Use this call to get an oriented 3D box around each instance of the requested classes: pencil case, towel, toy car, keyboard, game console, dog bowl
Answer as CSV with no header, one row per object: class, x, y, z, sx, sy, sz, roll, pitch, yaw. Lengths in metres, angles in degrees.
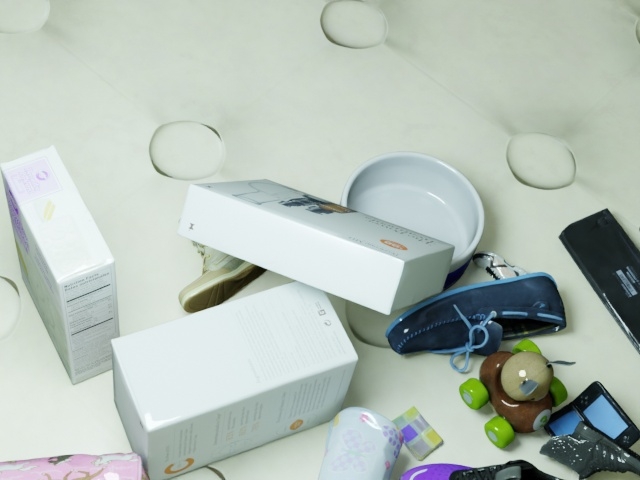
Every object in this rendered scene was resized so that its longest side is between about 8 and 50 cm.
pencil case,0.037,0.397,1.788,0.124,0.113,0.273,7,52,25
towel,0.161,0.323,1.918,0.060,0.009,0.083,-30,66,-24
pencil case,-0.442,0.407,1.682,0.385,0.167,0.160,-3,95,-10
toy car,0.346,0.240,1.878,0.155,0.188,0.149,-32,86,-22
keyboard,0.604,0.071,2.145,0.201,0.033,0.317,-22,63,-14
game console,0.458,0.318,1.934,0.071,0.107,0.122,-8,54,-48
dog bowl,0.161,-0.029,2.096,0.264,0.104,0.265,4,56,-6

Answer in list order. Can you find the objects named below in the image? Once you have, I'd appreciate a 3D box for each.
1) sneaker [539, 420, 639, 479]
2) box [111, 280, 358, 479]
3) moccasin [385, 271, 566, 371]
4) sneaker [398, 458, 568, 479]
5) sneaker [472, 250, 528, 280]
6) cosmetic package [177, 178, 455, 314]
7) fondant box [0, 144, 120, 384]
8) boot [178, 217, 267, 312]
sneaker,0.455,0.364,1.890,0.170,0.051,0.089,33,100,16
box,-0.141,0.222,1.815,0.345,0.215,0.168,-17,60,-20
moccasin,0.284,0.143,1.984,0.341,0.138,0.117,-16,65,-17
sneaker,0.272,0.390,1.808,0.293,0.146,0.102,9,56,-4
sneaker,0.328,0.057,2.104,0.109,0.040,0.044,26,59,9
cosmetic package,0.000,0.000,1.869,0.377,0.098,0.284,20,14,19
fondant box,-0.409,0.045,1.820,0.096,0.330,0.238,-21,62,-21
boot,-0.202,0.024,2.019,0.213,0.077,0.165,-33,68,-34
